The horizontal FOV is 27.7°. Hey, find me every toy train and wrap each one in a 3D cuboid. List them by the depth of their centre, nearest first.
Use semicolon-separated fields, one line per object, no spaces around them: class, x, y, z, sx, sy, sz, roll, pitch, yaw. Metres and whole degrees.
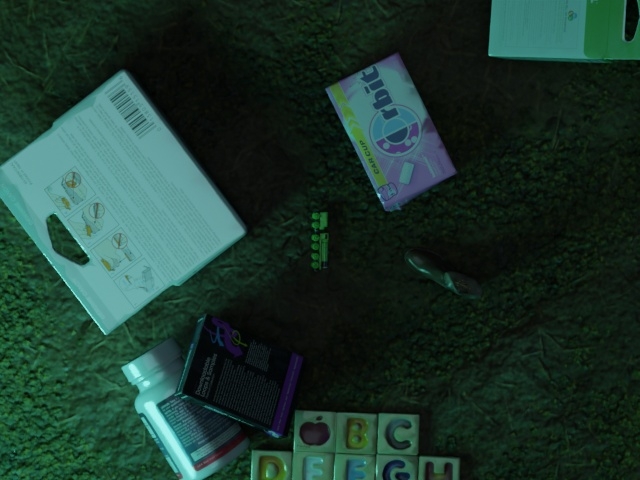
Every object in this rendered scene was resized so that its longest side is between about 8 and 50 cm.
toy train;0.000;0.000;1.757;0.024;0.017;0.083;0;93;-8

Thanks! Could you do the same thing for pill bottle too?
pill bottle;-0.183;0.223;1.731;0.108;0.108;0.180;-31;92;4

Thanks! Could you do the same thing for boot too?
boot;0.160;0.043;1.702;0.106;0.114;0.037;27;94;1

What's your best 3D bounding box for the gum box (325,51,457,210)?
gum box;0.096;-0.140;1.721;0.107;0.062;0.188;-26;91;4

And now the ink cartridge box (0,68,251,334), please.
ink cartridge box;-0.268;-0.051;1.745;0.239;0.060;0.275;-37;92;5

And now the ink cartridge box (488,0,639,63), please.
ink cartridge box;0.325;-0.285;1.665;0.209;0.062;0.108;6;95;27

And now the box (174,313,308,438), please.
box;-0.103;0.179;1.711;0.162;0.029;0.116;27;62;-22

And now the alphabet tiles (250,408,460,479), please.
alphabet tiles;0.044;0.403;1.779;0.285;0.011;0.342;2;93;3
